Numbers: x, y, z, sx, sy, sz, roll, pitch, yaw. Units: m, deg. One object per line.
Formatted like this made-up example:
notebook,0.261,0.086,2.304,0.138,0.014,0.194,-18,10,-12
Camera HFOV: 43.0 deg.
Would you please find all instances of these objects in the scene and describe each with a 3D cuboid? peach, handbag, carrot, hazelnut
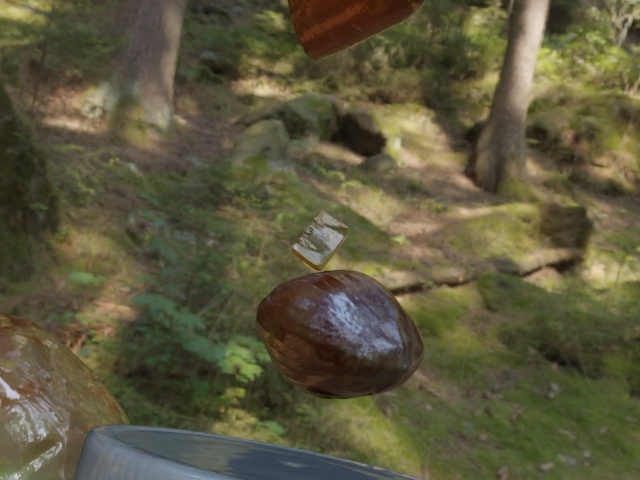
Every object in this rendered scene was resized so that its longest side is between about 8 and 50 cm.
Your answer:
peach,-0.245,0.171,0.589,0.232,0.232,0.257,12,-19,0
handbag,0.000,0.000,1.282,0.061,0.083,0.027,34,-16,12
carrot,0.075,-0.454,1.383,0.331,0.193,0.214,-12,-46,39
hazelnut,0.027,0.132,1.064,0.212,0.181,0.181,1,-36,-47

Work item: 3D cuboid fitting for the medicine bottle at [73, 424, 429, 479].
medicine bottle,-0.041,0.254,0.366,0.245,0.306,0.245,10,-10,2

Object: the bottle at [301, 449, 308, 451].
bottle,-0.059,0.472,1.306,0.120,0.253,0.120,29,6,-3
